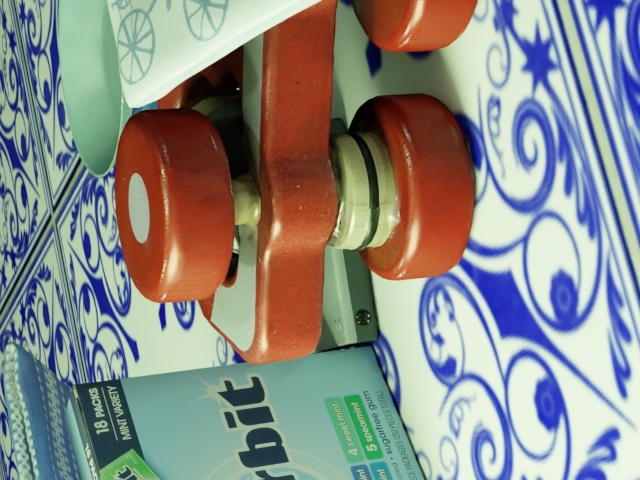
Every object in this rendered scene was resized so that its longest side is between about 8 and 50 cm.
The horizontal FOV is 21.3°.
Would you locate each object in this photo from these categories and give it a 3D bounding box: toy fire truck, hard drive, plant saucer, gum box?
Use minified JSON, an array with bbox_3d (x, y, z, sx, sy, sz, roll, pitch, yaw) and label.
[{"bbox_3d":[-0.042,-0.101,0.931,0.254,0.169,0.302,-140,48,-62],"label":"toy fire truck"},{"bbox_3d":[0.000,0.000,1.045,0.094,0.022,0.135,156,106,-67],"label":"hard drive"},{"bbox_3d":[-0.176,-0.150,1.416,0.195,0.037,0.195,174,90,-68],"label":"plant saucer"},{"bbox_3d":[-0.034,0.143,0.951,0.041,0.184,0.157,114,143,-48],"label":"gum box"}]

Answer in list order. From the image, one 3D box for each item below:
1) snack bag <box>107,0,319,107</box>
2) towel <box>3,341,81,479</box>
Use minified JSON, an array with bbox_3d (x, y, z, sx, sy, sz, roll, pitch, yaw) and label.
[{"bbox_3d":[0.004,-0.254,0.668,0.342,0.037,0.323,-20,76,42],"label":"snack bag"},{"bbox_3d":[-0.080,0.223,1.046,0.336,0.040,0.243,49,-163,-55],"label":"towel"}]
